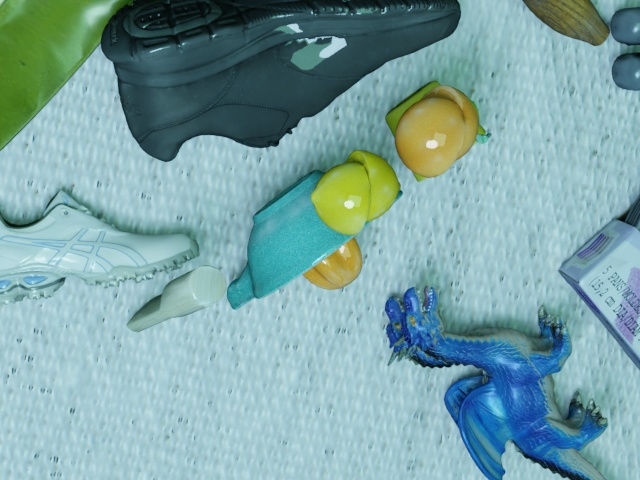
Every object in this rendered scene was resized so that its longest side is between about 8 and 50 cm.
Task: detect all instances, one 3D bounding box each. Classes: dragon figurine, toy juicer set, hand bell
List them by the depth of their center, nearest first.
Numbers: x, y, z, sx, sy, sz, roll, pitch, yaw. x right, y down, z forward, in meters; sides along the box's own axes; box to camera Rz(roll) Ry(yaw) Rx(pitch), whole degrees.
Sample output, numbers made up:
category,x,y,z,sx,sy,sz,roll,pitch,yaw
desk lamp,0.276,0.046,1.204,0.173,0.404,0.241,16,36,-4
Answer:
category,x,y,z,sx,sy,sz,roll,pitch,yaw
toy juicer set,0.000,0.000,1.201,0.329,0.209,0.089,-36,95,-3
hand bell,0.139,-0.224,1.251,0.242,0.126,0.126,33,95,-25
dragon figurine,0.155,0.150,1.319,0.144,0.085,0.289,-24,103,-3

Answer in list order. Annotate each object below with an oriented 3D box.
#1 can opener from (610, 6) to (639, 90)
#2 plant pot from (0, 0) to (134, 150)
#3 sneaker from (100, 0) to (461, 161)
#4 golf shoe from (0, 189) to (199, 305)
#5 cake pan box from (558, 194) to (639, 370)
category,x,y,z,sx,sy,sz,roll,pitch,yaw
can opener,0.382,-0.165,1.285,0.283,0.095,0.076,-6,101,-14
plant pot,-0.308,-0.261,1.065,0.353,0.366,0.366,41,93,-2
sneaker,-0.027,-0.142,1.238,0.286,0.109,0.130,-13,126,-12
golf shoe,-0.185,-0.001,1.255,0.176,0.069,0.086,-8,87,-13
cake pan box,0.371,0.036,1.340,0.246,0.070,0.267,-41,103,-1
